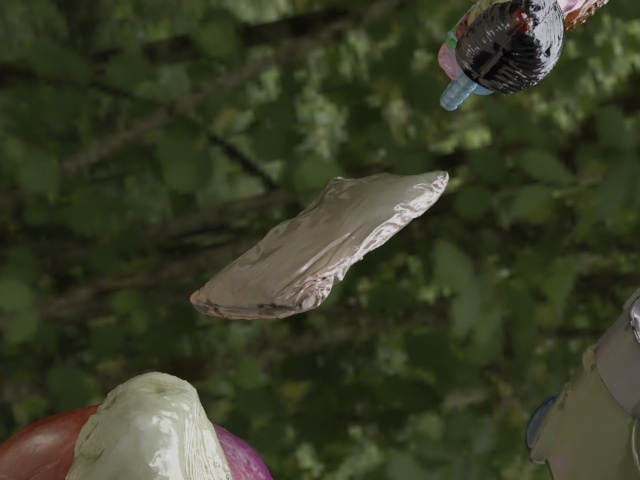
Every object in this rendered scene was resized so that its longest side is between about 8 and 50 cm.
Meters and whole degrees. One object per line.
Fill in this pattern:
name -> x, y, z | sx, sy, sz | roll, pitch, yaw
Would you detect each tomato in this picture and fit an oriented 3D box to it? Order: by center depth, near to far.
tomato -> -0.177, 0.245, 1.802 | 0.289, 0.335, 0.176 | 37, 67, -29

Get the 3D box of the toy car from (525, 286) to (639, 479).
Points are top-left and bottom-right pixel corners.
toy car -> 0.287, 0.188, 1.114 | 0.336, 0.226, 0.242 | 40, 28, 11

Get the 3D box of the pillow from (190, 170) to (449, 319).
pillow -> 0.000, 0.000, 1.965 | 0.173, 0.270, 0.067 | 5, -51, 51

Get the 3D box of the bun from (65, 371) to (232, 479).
bun -> -0.150, 0.229, 1.540 | 0.231, 0.133, 0.231 | -12, 90, -81

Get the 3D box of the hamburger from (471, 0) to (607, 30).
hamburger -> 0.265, -0.330, 2.014 | 0.170, 0.246, 0.246 | 35, -4, 4

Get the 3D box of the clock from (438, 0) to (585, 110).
clock -> 0.187, -0.208, 1.734 | 0.195, 0.100, 0.194 | -54, -178, -40
